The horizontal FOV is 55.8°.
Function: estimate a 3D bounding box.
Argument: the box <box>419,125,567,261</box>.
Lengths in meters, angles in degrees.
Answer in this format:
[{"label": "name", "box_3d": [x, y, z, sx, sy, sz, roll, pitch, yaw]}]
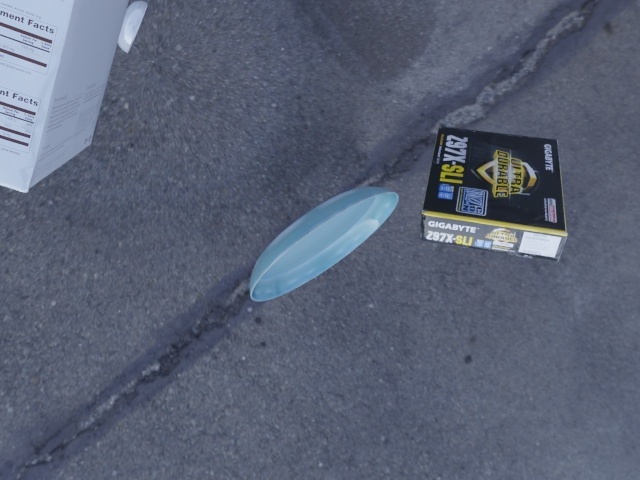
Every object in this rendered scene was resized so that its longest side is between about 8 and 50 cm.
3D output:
[{"label": "box", "box_3d": [0.344, -0.106, 1.208, 0.257, 0.322, 0.079, 8, 131, 12]}]

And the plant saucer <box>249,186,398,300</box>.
[{"label": "plant saucer", "box_3d": [0.000, 0.000, 1.082, 0.317, 0.317, 0.044, -34, 76, -4]}]

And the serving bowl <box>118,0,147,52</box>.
[{"label": "serving bowl", "box_3d": [-0.297, -0.336, 0.942, 0.027, 0.083, 0.083, 21, 99, -20]}]

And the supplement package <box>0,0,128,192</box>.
[{"label": "supplement package", "box_3d": [-0.268, -0.180, 0.517, 0.149, 0.194, 0.203, 18, 107, -12]}]
